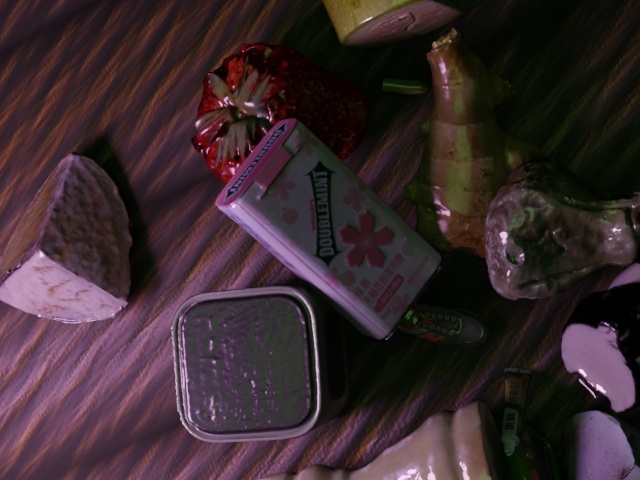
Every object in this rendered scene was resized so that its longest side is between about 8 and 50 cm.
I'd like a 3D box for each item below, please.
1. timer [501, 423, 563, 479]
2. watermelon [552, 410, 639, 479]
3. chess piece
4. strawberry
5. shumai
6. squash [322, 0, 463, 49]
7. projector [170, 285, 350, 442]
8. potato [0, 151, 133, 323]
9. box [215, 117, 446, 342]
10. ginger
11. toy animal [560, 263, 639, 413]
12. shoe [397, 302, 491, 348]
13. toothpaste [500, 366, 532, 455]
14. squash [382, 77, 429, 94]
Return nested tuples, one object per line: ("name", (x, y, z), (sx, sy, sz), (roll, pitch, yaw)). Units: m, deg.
("timer", (0.357, 0.380, 1.788), (0.047, 0.128, 0.140), (-34, 42, 30))
("watermelon", (0.490, 0.424, 1.711), (0.214, 0.320, 0.289), (-46, 108, -12))
("chess piece", (0.101, 0.442, 1.808), (0.442, 0.234, 0.234), (-19, 84, 14))
("strawberry", (-0.075, -0.210, 1.883), (0.261, 0.257, 0.261), (-9, 75, 38))
("shumai", (0.398, -0.012, 1.722), (0.260, 0.222, 0.225), (-40, 120, -19))
("squash", (0.080, -0.506, 1.842), (0.210, 0.233, 0.309), (-20, 83, 29))
("projector", (-0.095, 0.207, 1.837), (0.248, 0.249, 0.248), (-6, 86, 11))
("potato", (-0.464, 0.008, 2.005), (0.189, 0.211, 0.264), (-30, 40, 45))
("box", (0.023, -0.011, 1.756), (0.369, 0.112, 0.190), (43, 78, -22))
("ginger", (0.272, -0.158, 1.809), (0.236, 0.166, 0.376), (11, 112, 12))
("toy animal", (0.532, 0.145, 1.734), (0.266, 0.212, 0.213), (-25, 82, -27))
("shoe", (0.199, 0.146, 1.865), (0.194, 0.077, 0.074), (14, 90, 12))
("toothpaste", (0.324, 0.284, 1.790), (0.049, 0.204, 0.031), (6, 126, 12))
("squash", (0.154, -0.275, 1.916), (0.083, 0.027, 0.027), (8, 90, 11))
